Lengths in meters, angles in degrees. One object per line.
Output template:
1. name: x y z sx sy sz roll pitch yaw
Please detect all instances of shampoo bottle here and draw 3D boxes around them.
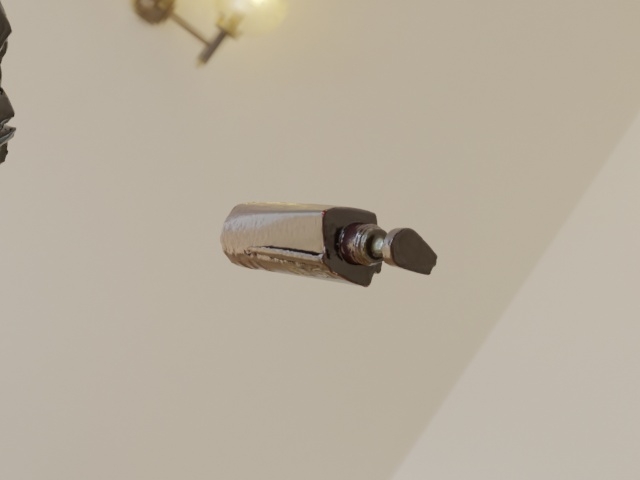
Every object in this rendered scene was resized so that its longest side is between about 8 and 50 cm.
1. shampoo bottle: 0.001 0.002 1.115 0.068 0.067 0.236 6 -1 -34

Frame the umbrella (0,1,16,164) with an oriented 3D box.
1. umbrella: -0.271 -0.034 0.653 0.154 0.336 0.128 29 -45 4
